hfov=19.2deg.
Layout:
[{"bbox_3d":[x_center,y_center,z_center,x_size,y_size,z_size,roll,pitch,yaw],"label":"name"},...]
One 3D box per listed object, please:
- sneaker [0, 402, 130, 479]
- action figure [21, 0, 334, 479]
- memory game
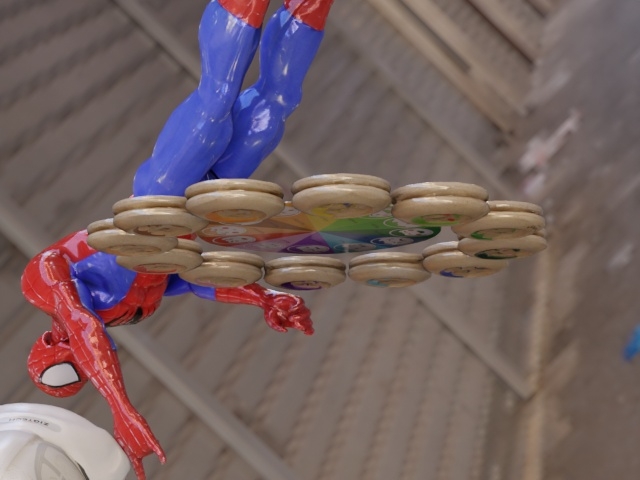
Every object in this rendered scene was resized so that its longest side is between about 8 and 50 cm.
[{"bbox_3d":[-0.134,0.216,0.758,0.118,0.110,0.292,-89,0,-88],"label":"sneaker"},{"bbox_3d":[-0.037,-0.003,0.827,0.091,0.139,0.280,-5,-37,-52],"label":"action figure"},{"bbox_3d":[0.000,0.000,0.753,0.186,0.186,0.012,147,124,-70],"label":"memory game"}]
